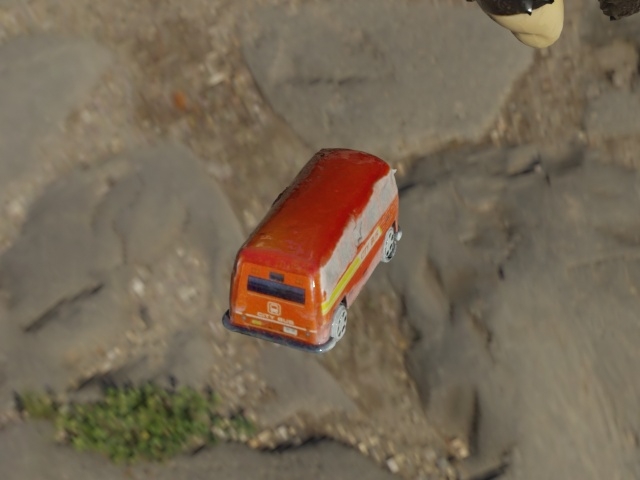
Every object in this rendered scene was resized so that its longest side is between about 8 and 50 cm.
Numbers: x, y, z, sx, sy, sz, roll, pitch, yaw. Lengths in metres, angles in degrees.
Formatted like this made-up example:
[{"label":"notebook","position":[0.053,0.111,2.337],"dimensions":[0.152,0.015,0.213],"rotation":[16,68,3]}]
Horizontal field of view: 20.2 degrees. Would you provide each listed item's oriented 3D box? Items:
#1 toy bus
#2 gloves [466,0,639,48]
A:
[{"label":"toy bus","position":[0.000,0.000,1.222],"dimensions":[0.079,0.077,0.174],"rotation":[13,36,18]},{"label":"gloves","position":[0.081,-0.095,0.451],"dimensions":[0.129,0.181,0.106],"rotation":[20,52,-3]}]
